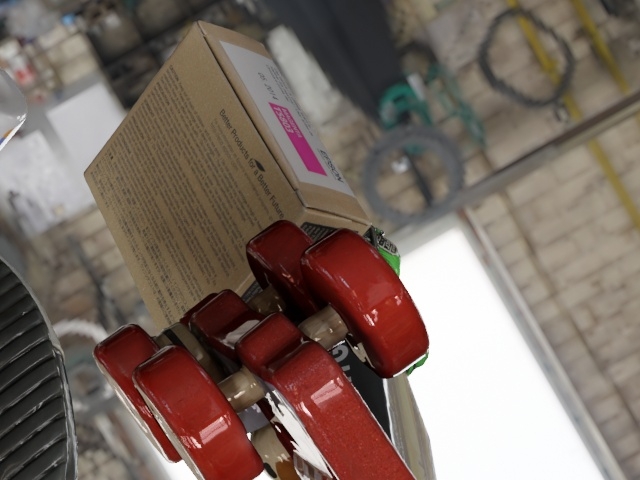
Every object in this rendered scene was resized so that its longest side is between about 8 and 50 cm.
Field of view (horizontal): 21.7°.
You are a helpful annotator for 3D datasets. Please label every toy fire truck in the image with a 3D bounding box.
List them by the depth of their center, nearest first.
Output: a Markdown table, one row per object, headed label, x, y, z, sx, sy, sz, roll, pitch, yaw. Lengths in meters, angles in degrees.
| label | x | y | z | sx | sy | sz | roll | pitch | yaw |
| --- | --- | --- | --- | --- | --- | --- | --- | --- | --- |
| toy fire truck | -0.006 | 0.136 | 1.120 | 0.169 | 0.254 | 0.302 | -35 | -167 | -13 |

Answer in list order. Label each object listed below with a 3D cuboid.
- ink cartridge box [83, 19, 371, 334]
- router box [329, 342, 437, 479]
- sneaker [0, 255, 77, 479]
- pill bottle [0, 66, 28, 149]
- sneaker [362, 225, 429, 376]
| label | x | y | z | sx | sy | sz | roll | pitch | yaw |
| --- | --- | --- | --- | --- | --- | --- | --- | --- | --- |
| ink cartridge box | -0.086 | -0.037 | 1.426 | 0.088 | 0.235 | 0.193 | 13 | 127 | -45 |
| router box | 0.048 | 0.191 | 1.521 | 0.081 | 0.243 | 0.309 | -17 | -149 | 6 |
| sneaker | -0.188 | 0.064 | 0.864 | 0.122 | 0.146 | 0.330 | -36 | -133 | -2 |
| pill bottle | -0.479 | -0.097 | 1.948 | 0.272 | 0.152 | 0.152 | -47 | 179 | 18 |
| sneaker | 0.000 | 0.000 | 1.690 | 0.146 | 0.343 | 0.134 | -24 | -164 | 18 |
